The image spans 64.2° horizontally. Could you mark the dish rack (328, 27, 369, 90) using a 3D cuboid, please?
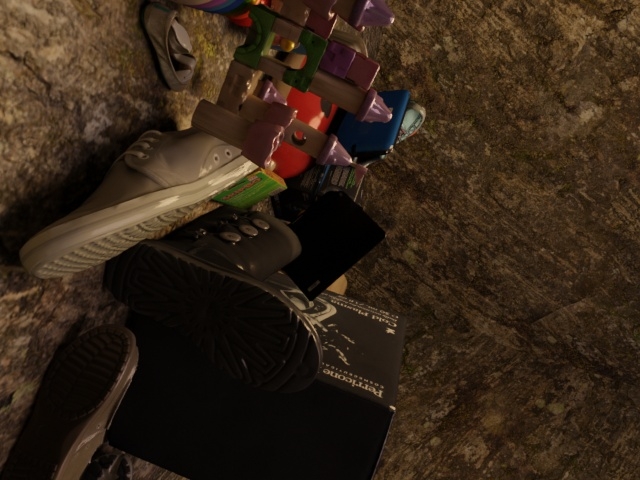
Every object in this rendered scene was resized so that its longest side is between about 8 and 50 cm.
[{"bbox_3d":[0.063,-0.456,1.553,0.285,0.073,0.332,-127,-154,-55],"label":"dish rack"}]

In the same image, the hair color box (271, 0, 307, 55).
[{"bbox_3d":[-0.039,-0.484,1.060,0.347,0.105,0.173,-81,-178,-69],"label":"hair color box"}]

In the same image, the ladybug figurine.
[{"bbox_3d":[-0.043,-0.328,1.331,0.305,0.162,0.449,94,15,-57],"label":"ladybug figurine"}]

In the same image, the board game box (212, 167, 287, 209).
[{"bbox_3d":[-0.161,-0.119,1.149,0.039,0.124,0.259,65,7,3],"label":"board game box"}]

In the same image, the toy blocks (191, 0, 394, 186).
[{"bbox_3d":[0.006,-0.265,0.782,0.309,0.260,0.288,-75,-169,-64],"label":"toy blocks"}]

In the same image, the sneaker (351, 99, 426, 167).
[{"bbox_3d":[0.188,-0.280,1.423,0.262,0.104,0.125,-34,-151,35],"label":"sneaker"}]

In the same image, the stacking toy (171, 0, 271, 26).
[{"bbox_3d":[-0.141,-0.383,0.752,0.330,0.141,0.141,-57,162,-77],"label":"stacking toy"}]

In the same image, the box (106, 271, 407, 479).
[{"bbox_3d":[-0.090,0.284,1.094,0.472,0.480,0.297,-44,151,-74],"label":"box"}]

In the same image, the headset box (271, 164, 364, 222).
[{"bbox_3d":[0.002,-0.137,1.581,0.246,0.283,0.131,89,19,-66],"label":"headset box"}]

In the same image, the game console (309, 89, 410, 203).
[{"bbox_3d":[0.103,-0.245,1.337,0.293,0.250,0.173,-68,149,-43],"label":"game console"}]

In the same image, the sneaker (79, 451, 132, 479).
[{"bbox_3d":[-0.400,0.509,0.876,0.110,0.107,0.275,118,-4,-62],"label":"sneaker"}]

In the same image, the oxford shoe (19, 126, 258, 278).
[{"bbox_3d":[-0.239,-0.083,0.722,0.169,0.130,0.449,-26,-168,33],"label":"oxford shoe"}]

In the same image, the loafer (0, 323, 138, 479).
[{"bbox_3d":[-0.347,0.245,0.726,0.268,0.102,0.092,-62,170,-14],"label":"loafer"}]

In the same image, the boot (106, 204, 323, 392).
[{"bbox_3d":[-0.122,0.071,0.965,0.146,0.367,0.445,-59,175,12],"label":"boot"}]

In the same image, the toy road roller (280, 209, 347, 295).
[{"bbox_3d":[-0.046,0.064,1.533,0.240,0.330,0.202,-52,-174,38],"label":"toy road roller"}]

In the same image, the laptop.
[{"bbox_3d":[0.000,0.000,1.254,0.234,0.136,0.264,-40,-169,-5],"label":"laptop"}]

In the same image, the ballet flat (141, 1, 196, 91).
[{"bbox_3d":[-0.210,-0.270,0.744,0.168,0.053,0.057,83,25,-70],"label":"ballet flat"}]
